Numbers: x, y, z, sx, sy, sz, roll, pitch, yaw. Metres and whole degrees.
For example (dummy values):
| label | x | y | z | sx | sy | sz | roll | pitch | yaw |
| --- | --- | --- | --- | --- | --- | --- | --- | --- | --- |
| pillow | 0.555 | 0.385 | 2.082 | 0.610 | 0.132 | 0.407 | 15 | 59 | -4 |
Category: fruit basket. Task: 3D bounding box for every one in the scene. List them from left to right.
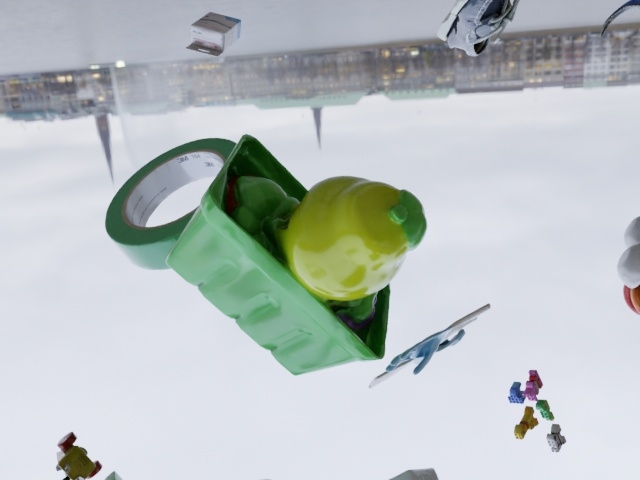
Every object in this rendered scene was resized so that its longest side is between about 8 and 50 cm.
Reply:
| label | x | y | z | sx | sy | sz | roll | pitch | yaw |
| --- | --- | --- | --- | --- | --- | --- | --- | --- | --- |
| fruit basket | 0.000 | 0.000 | 0.927 | 0.392 | 0.392 | 0.283 | -1 | -150 | 10 |

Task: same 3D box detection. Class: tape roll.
| label | x | y | z | sx | sy | sz | roll | pitch | yaw |
| --- | --- | --- | --- | --- | --- | --- | --- | --- | --- |
| tape roll | -0.284 | -0.083 | 1.269 | 0.321 | 0.077 | 0.321 | -15 | -138 | 14 |

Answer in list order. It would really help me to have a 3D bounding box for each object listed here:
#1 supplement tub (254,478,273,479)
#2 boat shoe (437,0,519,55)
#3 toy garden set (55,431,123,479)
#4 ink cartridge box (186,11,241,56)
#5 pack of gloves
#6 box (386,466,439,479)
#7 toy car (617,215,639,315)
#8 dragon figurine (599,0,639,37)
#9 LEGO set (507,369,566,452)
| label | x | y | z | sx | sy | sz | roll | pitch | yaw |
| --- | --- | --- | --- | --- | --- | --- | --- | --- | --- |
| supplement tub | -0.180 | 0.550 | 1.196 | 0.200 | 0.144 | 0.144 | -9 | -163 | 1 |
| boat shoe | 0.216 | -0.305 | 0.819 | 0.079 | 0.095 | 0.254 | 36 | 178 | 1 |
| toy garden set | -0.282 | 0.370 | 0.804 | 0.049 | 0.204 | 0.244 | -38 | -166 | -14 |
| ink cartridge box | -0.144 | -0.279 | 0.830 | 0.048 | 0.028 | 0.083 | 15 | -143 | 5 |
| pack of gloves | 0.216 | 0.223 | 1.190 | 0.232 | 0.195 | 0.046 | -25 | -113 | -18 |
| box | 0.146 | 0.526 | 1.094 | 0.182 | 0.181 | 0.119 | -35 | 147 | 20 |
| toy car | 0.559 | 0.058 | 1.005 | 0.159 | 0.136 | 0.182 | 27 | -131 | 11 |
| dragon figurine | 0.555 | -0.381 | 0.975 | 0.144 | 0.085 | 0.289 | -34 | -158 | -33 |
| LEGO set | 0.519 | 0.439 | 1.525 | 0.087 | 0.227 | 0.093 | -10 | -157 | 46 |
